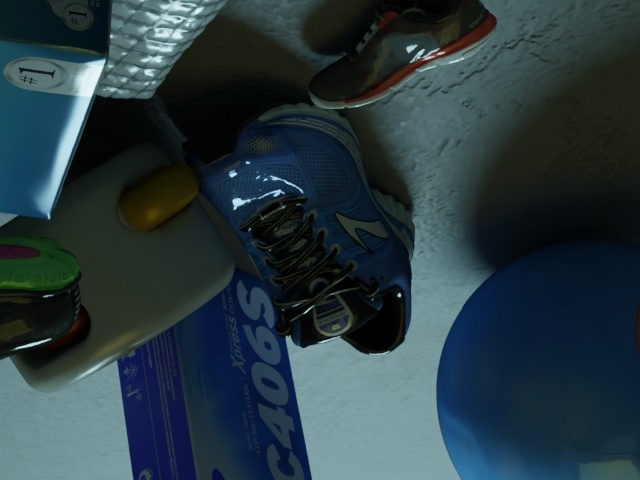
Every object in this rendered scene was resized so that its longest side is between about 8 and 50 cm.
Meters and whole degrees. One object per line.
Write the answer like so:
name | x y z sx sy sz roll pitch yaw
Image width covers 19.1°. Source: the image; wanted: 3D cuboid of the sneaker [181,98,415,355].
sneaker | 0.000 0.000 1.577 0.130 0.147 0.330 -23 147 20

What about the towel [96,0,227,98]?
towel | -0.191 -0.209 1.195 0.284 0.121 0.235 12 151 -25

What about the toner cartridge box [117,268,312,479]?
toner cartridge box | -0.087 0.178 1.651 0.075 0.347 0.165 -30 145 28

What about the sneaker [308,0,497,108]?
sneaker | 0.053 -0.155 1.441 0.158 0.061 0.065 -24 120 20

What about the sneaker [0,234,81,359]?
sneaker | -0.350 0.146 1.379 0.483 0.202 0.185 -31 177 20

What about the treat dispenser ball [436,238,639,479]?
treat dispenser ball | 0.249 0.142 1.752 0.288 0.288 0.288 -8 150 -5

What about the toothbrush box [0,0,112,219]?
toothbrush box | -0.278 -0.126 1.080 0.296 0.126 0.216 6 155 -13

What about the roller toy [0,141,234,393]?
roller toy | -0.179 0.015 1.495 0.191 0.146 0.209 -33 -175 -11
